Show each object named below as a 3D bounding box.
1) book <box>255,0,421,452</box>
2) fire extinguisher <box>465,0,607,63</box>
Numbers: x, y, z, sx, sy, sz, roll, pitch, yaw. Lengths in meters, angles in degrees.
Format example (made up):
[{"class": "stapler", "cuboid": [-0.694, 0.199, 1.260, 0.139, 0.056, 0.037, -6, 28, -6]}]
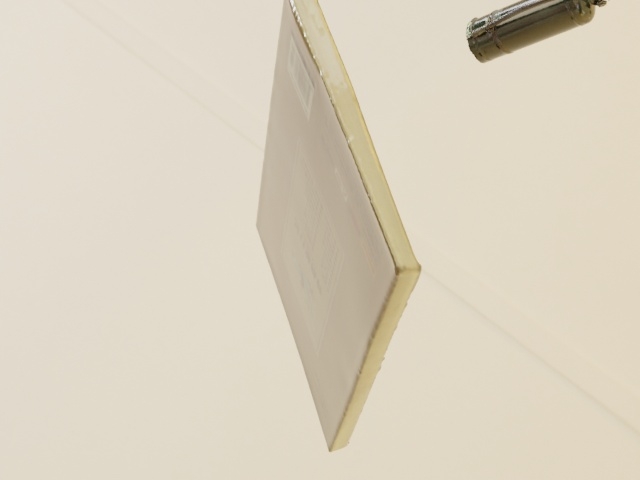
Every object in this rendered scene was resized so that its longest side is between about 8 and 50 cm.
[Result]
[{"class": "book", "cuboid": [0.000, 0.000, 0.766, 0.021, 0.310, 0.217, -13, -116, -14]}, {"class": "fire extinguisher", "cuboid": [0.116, -0.118, 0.568, 0.083, 0.038, 0.025, -16, -96, 35]}]
